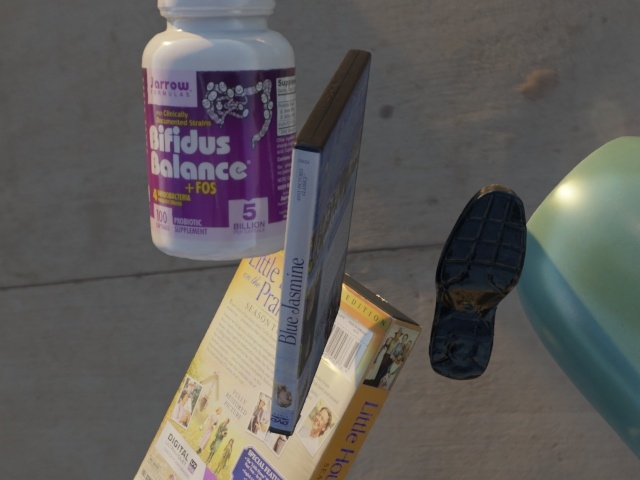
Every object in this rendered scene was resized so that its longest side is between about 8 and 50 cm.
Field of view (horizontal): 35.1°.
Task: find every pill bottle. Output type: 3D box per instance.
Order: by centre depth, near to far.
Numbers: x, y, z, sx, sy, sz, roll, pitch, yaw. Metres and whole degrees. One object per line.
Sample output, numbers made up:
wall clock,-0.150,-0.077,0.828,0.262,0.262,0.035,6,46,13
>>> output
pill bottle,-0.110,-0.140,1.116,0.169,0.169,0.301,5,104,25

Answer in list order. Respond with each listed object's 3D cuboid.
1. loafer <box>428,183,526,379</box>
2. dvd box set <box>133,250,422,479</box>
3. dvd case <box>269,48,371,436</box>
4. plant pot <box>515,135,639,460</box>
loafer,0.115,0.025,0.771,0.062,0.061,0.170,12,124,-1
dvd box set,-0.073,0.223,1.298,0.308,0.062,0.420,33,99,48
dvd case,0.000,0.000,0.782,0.022,0.180,0.253,11,123,8
plant pot,0.336,0.036,1.012,0.235,0.293,0.293,45,108,22
